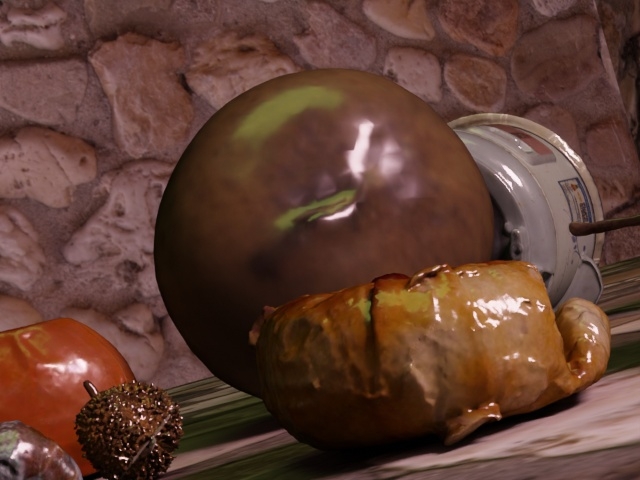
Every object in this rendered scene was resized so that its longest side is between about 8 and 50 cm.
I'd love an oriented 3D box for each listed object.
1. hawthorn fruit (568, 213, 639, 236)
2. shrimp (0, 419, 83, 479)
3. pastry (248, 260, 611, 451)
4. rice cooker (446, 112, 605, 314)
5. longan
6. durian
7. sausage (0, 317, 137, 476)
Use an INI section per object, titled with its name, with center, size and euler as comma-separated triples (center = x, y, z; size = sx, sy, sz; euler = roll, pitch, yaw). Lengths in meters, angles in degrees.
[hawthorn fruit]
center = 0.352, -0.060, 0.763
size = 0.231, 0.263, 0.235
euler = 7, 23, -26
[shrimp]
center = -0.231, 0.153, 0.615
size = 0.232, 0.079, 0.090
euler = -18, 35, 4
[pastry]
center = 0.062, 0.067, 0.746
size = 0.229, 0.100, 0.218
euler = -15, -3, 25
[rice cooker]
center = 0.171, -0.007, 1.350
size = 0.316, 0.264, 0.317
euler = 19, 16, -6
[longan]
center = 0.000, 0.000, 1.090
size = 0.318, 0.319, 0.319
euler = -15, -3, -1
[durian]
center = -0.142, 0.136, 0.886
size = 0.080, 0.091, 0.080
euler = -37, 4, 3
[sausage]
center = -0.285, 0.153, 1.025
size = 0.268, 0.141, 0.153
euler = -14, -3, -3
